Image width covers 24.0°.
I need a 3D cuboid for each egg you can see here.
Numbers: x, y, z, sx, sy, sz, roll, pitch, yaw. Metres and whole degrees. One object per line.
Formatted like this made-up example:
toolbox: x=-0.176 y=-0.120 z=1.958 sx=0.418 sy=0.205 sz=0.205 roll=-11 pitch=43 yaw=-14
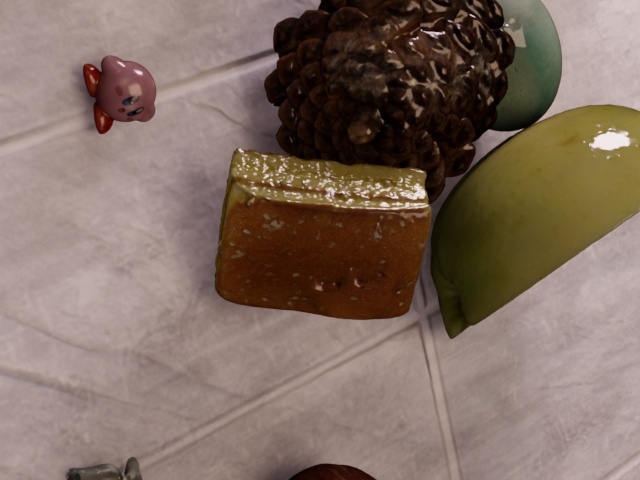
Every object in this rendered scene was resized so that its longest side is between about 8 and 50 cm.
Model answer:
egg: x=0.232 y=-0.247 z=1.989 sx=0.169 sy=0.169 sz=0.236 roll=-58 pitch=143 yaw=-23

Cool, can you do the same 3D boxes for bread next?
bread: x=0.000 y=0.000 z=1.733 sx=0.184 sy=0.234 sz=0.110 roll=102 pitch=-9 yaw=-45

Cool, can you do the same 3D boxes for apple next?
apple: x=0.306 y=-0.011 z=1.966 sx=0.360 sy=0.311 sz=0.320 roll=-32 pitch=130 yaw=-8

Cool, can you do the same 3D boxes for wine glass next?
wine glass: x=-0.242 y=0.264 z=1.682 sx=0.083 sy=0.039 sz=0.042 roll=4 pitch=93 yaw=-39

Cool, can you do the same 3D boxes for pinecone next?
pinecone: x=0.084 y=-0.204 z=1.809 sx=0.296 sy=0.242 sz=0.298 roll=-40 pitch=119 yaw=-33

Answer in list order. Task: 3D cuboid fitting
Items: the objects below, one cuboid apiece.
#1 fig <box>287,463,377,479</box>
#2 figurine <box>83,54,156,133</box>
fig: x=0.021 y=0.373 z=1.830 sx=0.205 sy=0.205 sz=0.205 roll=-4 pitch=95 yaw=-43
figurine: x=-0.216 y=-0.166 z=1.654 sx=0.067 sy=0.071 sz=0.083 roll=-89 pitch=165 yaw=-61
